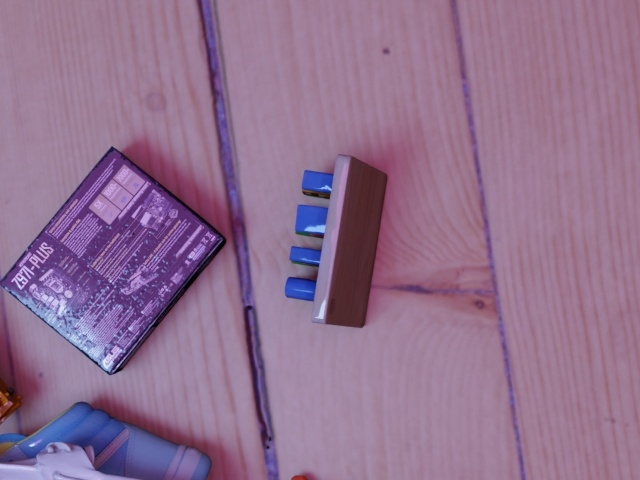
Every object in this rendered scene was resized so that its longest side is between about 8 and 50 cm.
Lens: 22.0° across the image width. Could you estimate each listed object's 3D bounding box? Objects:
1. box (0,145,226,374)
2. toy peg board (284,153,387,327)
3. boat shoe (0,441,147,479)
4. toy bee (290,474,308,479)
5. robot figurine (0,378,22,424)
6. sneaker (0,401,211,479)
[{"bbox_3d":[-0.207,0.022,1.657,0.147,0.077,0.180,39,88,1],"label":"box"},{"bbox_3d":[0.000,0.000,1.626,0.079,0.161,0.161,8,88,16],"label":"toy peg board"},{"bbox_3d":[-0.236,0.230,1.542,0.258,0.095,0.084,19,76,-15],"label":"boat shoe"},{"bbox_3d":[-0.027,0.323,1.632,0.298,0.162,0.195,-23,120,11],"label":"toy bee"},{"bbox_3d":[-0.444,0.106,1.622,0.291,0.085,0.211,44,90,8],"label":"robot figurine"},{"bbox_3d":[-0.270,0.305,1.629,0.208,0.127,0.319,31,79,-1],"label":"sneaker"}]
